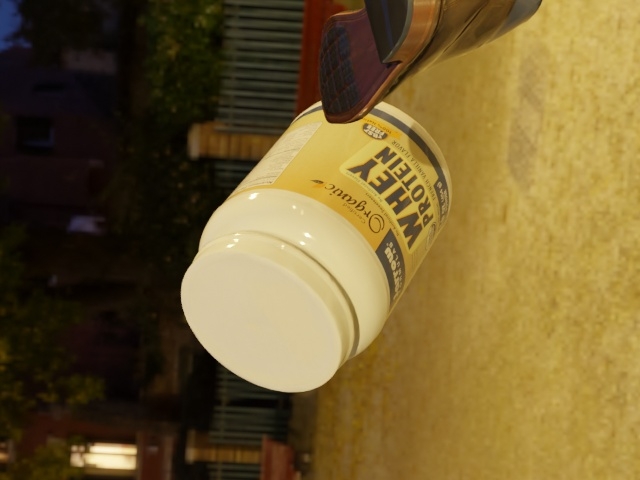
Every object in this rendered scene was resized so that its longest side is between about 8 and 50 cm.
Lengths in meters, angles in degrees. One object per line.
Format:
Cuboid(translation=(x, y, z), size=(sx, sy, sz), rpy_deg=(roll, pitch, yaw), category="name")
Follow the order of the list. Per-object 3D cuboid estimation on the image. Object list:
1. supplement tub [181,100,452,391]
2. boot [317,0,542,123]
Cuboid(translation=(0.000, 0.000, 1.322), size=(0.316, 0.228, 0.228), rpy_deg=(-54, -21, -45), category="supplement tub")
Cuboid(translation=(0.068, -0.134, 0.794), size=(0.219, 0.106, 0.082), rpy_deg=(146, 114, -71), category="boot")
